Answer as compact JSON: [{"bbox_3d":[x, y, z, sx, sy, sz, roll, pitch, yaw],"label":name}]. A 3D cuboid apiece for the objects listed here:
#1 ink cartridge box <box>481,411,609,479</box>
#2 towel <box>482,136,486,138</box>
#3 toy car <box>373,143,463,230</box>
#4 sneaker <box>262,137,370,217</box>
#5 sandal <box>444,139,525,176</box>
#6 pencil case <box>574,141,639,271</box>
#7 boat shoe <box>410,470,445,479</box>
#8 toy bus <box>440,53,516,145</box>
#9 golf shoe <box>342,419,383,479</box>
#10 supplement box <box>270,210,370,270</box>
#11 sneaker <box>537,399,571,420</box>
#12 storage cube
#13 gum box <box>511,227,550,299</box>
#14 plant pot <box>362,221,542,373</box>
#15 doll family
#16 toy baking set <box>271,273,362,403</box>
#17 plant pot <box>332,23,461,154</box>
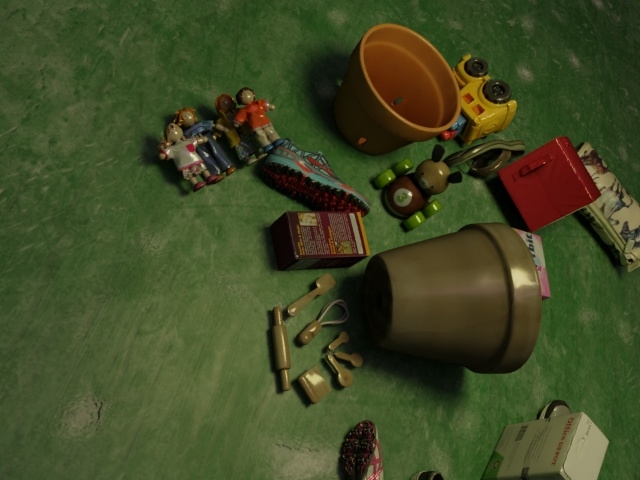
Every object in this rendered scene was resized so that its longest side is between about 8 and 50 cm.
[{"bbox_3d":[0.467,0.460,1.223,0.093,0.219,0.160,47,52,-4],"label":"ink cartridge box"},{"bbox_3d":[0.466,-0.361,1.729,0.067,0.029,0.120,17,60,-25],"label":"towel"},{"bbox_3d":[0.251,-0.141,1.389,0.149,0.188,0.155,-33,88,-38],"label":"toy car"},{"bbox_3d":[0.006,-0.143,1.293,0.261,0.104,0.125,28,54,-18],"label":"sneaker"},{"bbox_3d":[0.473,-0.224,1.620,0.302,0.120,0.086,-9,87,-35],"label":"sandal"},{"bbox_3d":[0.856,-0.108,1.773,0.410,0.160,0.183,48,38,-4],"label":"pencil case"},{"bbox_3d":[0.214,0.556,1.114,0.077,0.070,0.220,11,63,-28],"label":"boat shoe"},{"bbox_3d":[0.394,-0.376,1.627,0.211,0.149,0.220,-29,70,-12],"label":"toy bus"},{"bbox_3d":[0.084,0.437,1.102,0.086,0.067,0.186,42,47,-43],"label":"golf shoe"},{"bbox_3d":[0.000,0.000,1.234,0.188,0.081,0.104,-1,69,-33],"label":"supplement box"},{"bbox_3d":[0.565,0.499,1.339,0.100,0.108,0.272,24,56,-19],"label":"sneaker"},{"bbox_3d":[0.632,-0.156,1.608,0.215,0.183,0.193,-15,76,-58],"label":"storage cube"},{"bbox_3d":[0.537,0.072,1.548,0.107,0.062,0.189,13,62,-26],"label":"gum box"},{"bbox_3d":[0.246,0.119,1.221,0.280,0.323,0.324,1,67,-14],"label":"plant pot"},{"bbox_3d":[-0.215,-0.212,1.199,0.262,0.118,0.163,-32,93,-20],"label":"doll family"},{"bbox_3d":[-0.013,0.193,1.173,0.196,0.030,0.256,0,68,-35],"label":"toy baking set"},{"bbox_3d":[0.165,-0.340,1.420,0.290,0.203,0.291,13,61,-26],"label":"plant pot"}]
